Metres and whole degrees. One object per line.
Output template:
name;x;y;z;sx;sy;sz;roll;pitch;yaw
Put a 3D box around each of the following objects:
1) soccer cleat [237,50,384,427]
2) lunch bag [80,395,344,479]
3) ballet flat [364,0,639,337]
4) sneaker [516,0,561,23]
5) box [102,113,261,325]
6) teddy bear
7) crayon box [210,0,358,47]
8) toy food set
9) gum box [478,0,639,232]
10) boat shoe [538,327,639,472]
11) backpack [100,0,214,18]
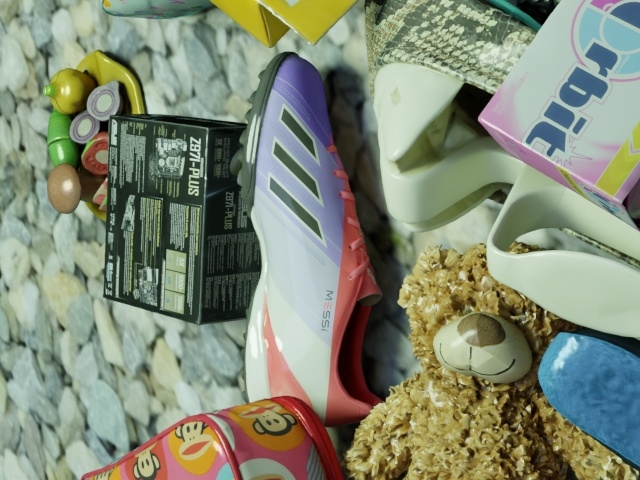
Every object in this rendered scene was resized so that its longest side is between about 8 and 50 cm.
soccer cleat;0.000;0.000;1.169;0.117;0.109;0.318;2;93;24
lunch bag;-0.081;0.280;1.142;0.293;0.120;0.258;-31;73;50
ballet flat;0.156;-0.049;0.927;0.483;0.182;0.164;31;156;38
sneaker;0.237;-0.188;0.927;0.237;0.085;0.086;-7;66;46
box;-0.128;-0.024;1.295;0.147;0.078;0.180;10;101;44
teddy bear;0.123;0.170;1.041;0.245;0.113;0.337;32;115;36
crayon box;-0.054;-0.297;1.082;0.323;0.083;0.203;41;79;15
toy food set;-0.236;-0.087;1.401;0.128;0.071;0.217;-20;80;44
gum box;0.196;-0.114;0.821;0.107;0.062;0.188;35;90;32
boat shoe;0.269;0.132;0.904;0.258;0.089;0.109;43;110;16
backpack;-0.135;-0.265;1.240;0.182;0.152;0.115;-8;74;58
